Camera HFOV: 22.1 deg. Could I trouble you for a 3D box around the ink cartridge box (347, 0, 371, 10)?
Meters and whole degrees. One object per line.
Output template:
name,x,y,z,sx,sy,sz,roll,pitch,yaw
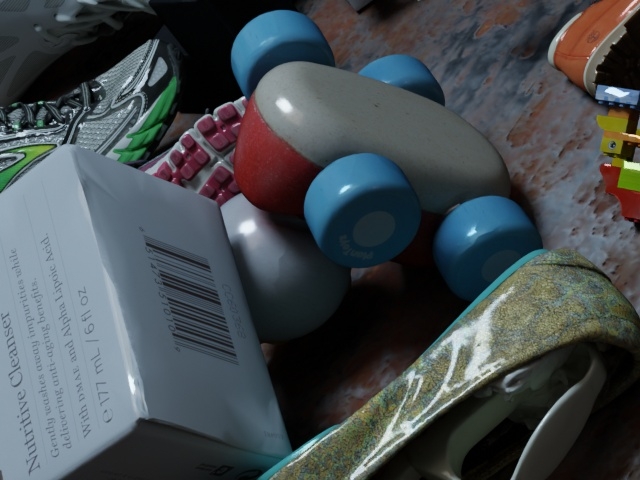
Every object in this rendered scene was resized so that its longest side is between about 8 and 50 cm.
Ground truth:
ink cartridge box,0.046,-0.288,1.514,0.115,0.067,0.198,-35,35,5

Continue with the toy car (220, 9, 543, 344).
toy car,0.000,0.000,1.187,0.238,0.210,0.219,-55,38,25

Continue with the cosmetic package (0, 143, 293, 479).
cosmetic package,-0.225,0.134,1.107,0.385,0.156,0.217,-35,56,24

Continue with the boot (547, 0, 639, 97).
boot,0.240,-0.177,1.240,0.158,0.059,0.084,-44,32,-6

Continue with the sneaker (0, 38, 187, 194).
sneaker,-0.265,-0.074,1.445,0.343,0.146,0.134,-33,17,11

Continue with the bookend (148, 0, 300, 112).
bookend,-0.100,-0.190,1.457,0.157,0.156,0.072,5,54,44

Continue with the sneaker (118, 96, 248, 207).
sneaker,-0.100,-0.039,1.337,0.299,0.121,0.112,-22,8,9

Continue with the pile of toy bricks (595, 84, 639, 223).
pile of toy bricks,0.258,-0.031,1.044,0.212,0.118,0.105,13,92,37

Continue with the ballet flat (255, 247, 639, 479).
ballet flat,0.059,0.146,1.006,0.348,0.123,0.123,-41,36,-3

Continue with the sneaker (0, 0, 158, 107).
sneaker,-0.199,-0.241,1.586,0.447,0.257,0.169,-53,-15,30
